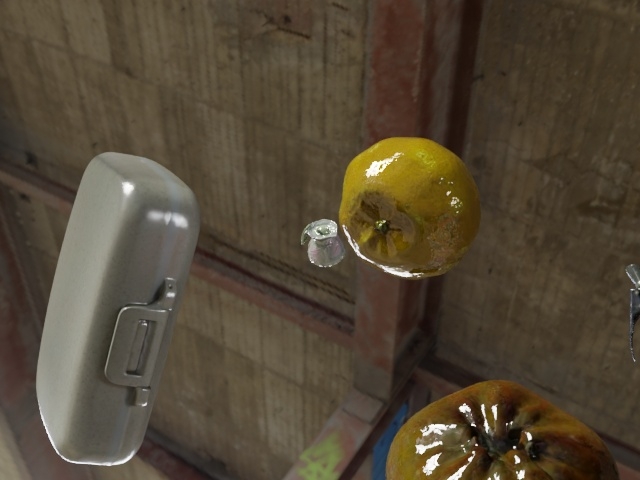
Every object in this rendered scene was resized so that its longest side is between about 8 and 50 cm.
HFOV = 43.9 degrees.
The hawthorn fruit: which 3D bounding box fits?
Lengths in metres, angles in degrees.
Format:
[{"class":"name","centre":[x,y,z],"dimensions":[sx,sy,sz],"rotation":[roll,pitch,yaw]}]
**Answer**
[{"class":"hawthorn fruit","centre":[0.211,0.328,0.938],"dimensions":[0.268,0.268,0.300],"rotation":[20,-46,27]}]

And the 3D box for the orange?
[{"class":"orange","centre":[0.161,-0.057,1.487],"dimensions":[0.279,0.235,0.279],"rotation":[23,-50,30]}]

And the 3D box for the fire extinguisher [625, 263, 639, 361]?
[{"class":"fire extinguisher","centre":[0.504,0.032,0.900],"dimensions":[0.338,0.135,0.114],"rotation":[-19,-30,13]}]

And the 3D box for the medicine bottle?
[{"class":"medicine bottle","centre":[-0.271,0.082,1.028],"dimensions":[0.282,0.123,0.374],"rotation":[32,-72,56]}]

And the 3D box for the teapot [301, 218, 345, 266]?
[{"class":"teapot","centre":[0.000,0.000,1.319],"dimensions":[0.083,0.064,0.064],"rotation":[21,-41,32]}]
